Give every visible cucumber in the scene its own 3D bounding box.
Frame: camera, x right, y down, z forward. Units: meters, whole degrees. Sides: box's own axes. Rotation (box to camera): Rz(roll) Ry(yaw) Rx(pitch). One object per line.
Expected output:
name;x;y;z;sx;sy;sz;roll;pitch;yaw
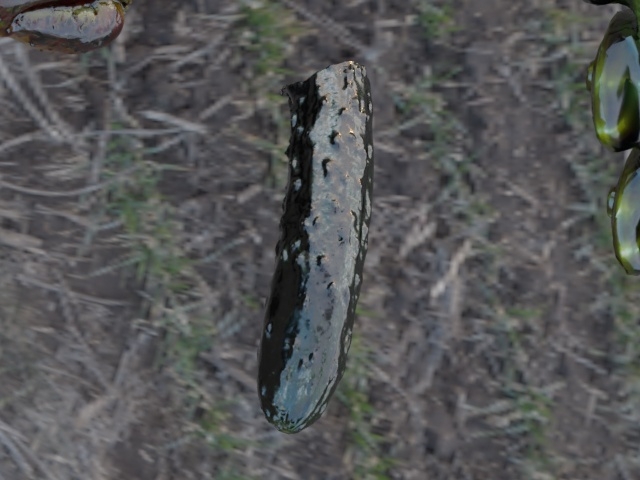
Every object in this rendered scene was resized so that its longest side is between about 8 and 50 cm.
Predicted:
cucumber;0.000;0.000;1.261;0.072;0.081;0.303;37;45;-43

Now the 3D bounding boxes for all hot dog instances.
hot dog;-0.281;-0.261;1.722;0.162;0.082;0.270;-47;155;25

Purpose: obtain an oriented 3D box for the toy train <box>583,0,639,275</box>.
toy train;0.150;-0.078;0.593;0.137;0.090;0.225;-57;144;-38
